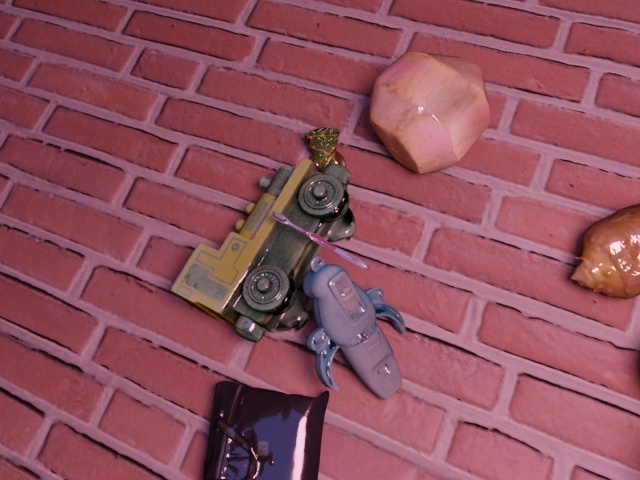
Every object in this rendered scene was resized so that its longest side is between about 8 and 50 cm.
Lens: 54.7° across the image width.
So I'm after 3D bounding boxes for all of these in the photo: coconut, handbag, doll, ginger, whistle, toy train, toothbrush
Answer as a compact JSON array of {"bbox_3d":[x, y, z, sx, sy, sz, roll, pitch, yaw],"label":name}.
[{"bbox_3d":[0.206,-0.254,1.156,0.236,0.197,0.237,-7,67,16],"label":"coconut"},{"bbox_3d":[-0.101,0.371,1.039,0.211,0.089,0.254,4,69,8],"label":"handbag"},{"bbox_3d":[0.008,-0.176,1.234,0.078,0.077,0.113,-8,68,0],"label":"doll"},{"bbox_3d":[0.540,0.007,1.010,0.267,0.152,0.138,-23,92,22],"label":"ginger"},{"bbox_3d":[0.056,0.145,1.040,0.186,0.093,0.274,-35,102,-26],"label":"whistle"},{"bbox_3d":[-0.087,0.000,1.156,0.237,0.150,0.369,23,74,26],"label":"toy train"},{"bbox_3d":[0.000,0.000,1.046,0.193,0.019,0.013,30,75,8],"label":"toothbrush"}]
